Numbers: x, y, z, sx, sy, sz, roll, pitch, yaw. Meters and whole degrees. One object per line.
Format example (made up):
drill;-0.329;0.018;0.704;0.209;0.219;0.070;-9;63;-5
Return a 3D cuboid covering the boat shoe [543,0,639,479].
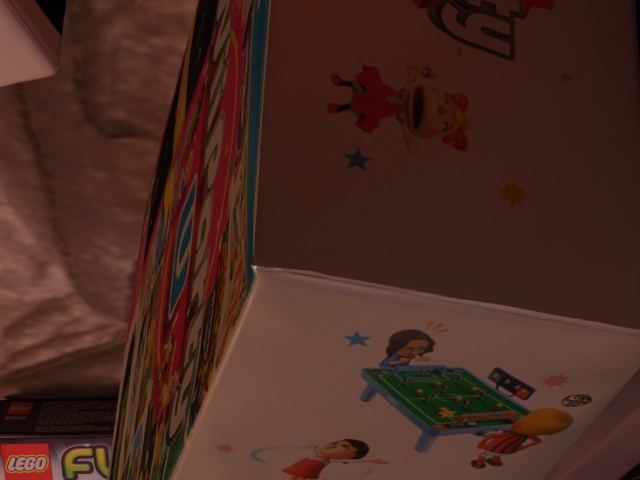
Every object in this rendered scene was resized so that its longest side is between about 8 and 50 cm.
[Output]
boat shoe;0.087;0.023;0.627;0.127;0.158;0.340;3;151;-28

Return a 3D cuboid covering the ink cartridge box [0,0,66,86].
ink cartridge box;-0.254;-0.082;0.485;0.332;0.065;0.165;-11;145;14

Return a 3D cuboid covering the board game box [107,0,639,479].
board game box;0.000;0.000;0.531;0.097;0.224;0.303;10;146;-11

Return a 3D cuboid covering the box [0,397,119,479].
box;-0.056;0.134;0.862;0.207;0.036;0.114;-2;115;3
